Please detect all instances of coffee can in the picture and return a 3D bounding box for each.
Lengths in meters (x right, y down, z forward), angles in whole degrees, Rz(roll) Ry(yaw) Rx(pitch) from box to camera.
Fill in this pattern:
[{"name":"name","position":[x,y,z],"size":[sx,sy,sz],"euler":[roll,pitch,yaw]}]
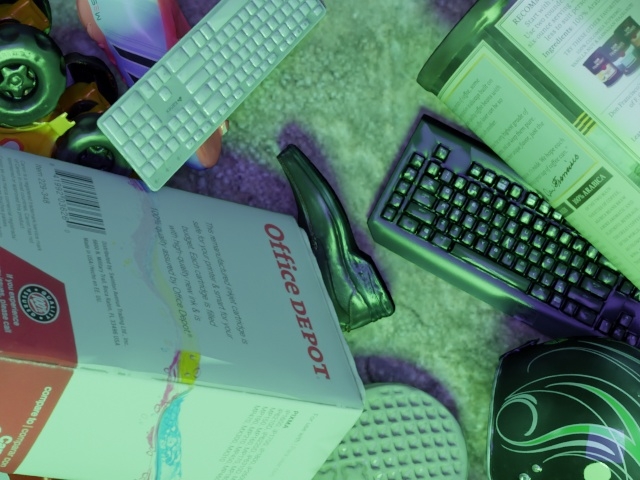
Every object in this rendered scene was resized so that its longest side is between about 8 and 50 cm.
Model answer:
[{"name":"coffee can","position":[0.242,-0.105,1.224],"size":[0.275,0.201,0.201],"euler":[44,90,3]}]

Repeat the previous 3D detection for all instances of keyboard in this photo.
[{"name":"keyboard","position":[-0.083,-0.144,1.265],"size":[0.072,0.014,0.256],"euler":[55,52,-21]},{"name":"keyboard","position":[0.220,-0.019,1.338],"size":[0.317,0.033,0.202],"euler":[27,90,-1]}]

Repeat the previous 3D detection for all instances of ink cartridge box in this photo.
[{"name":"ink cartridge box","position":[-0.146,0.066,1.174],"size":[0.306,0.226,0.131],"euler":[15,127,-30]}]

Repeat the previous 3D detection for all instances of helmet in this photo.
[{"name":"helmet","position":[0.225,0.163,1.275],"size":[0.161,0.169,0.169],"euler":[2,91,16]}]

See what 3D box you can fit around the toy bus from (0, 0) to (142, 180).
[{"name":"toy bus","position":[-0.273,-0.087,1.251],"size":[0.211,0.149,0.220],"euler":[-37,125,6]}]

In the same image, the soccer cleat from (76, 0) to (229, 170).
[{"name":"soccer cleat","position":[-0.153,-0.171,1.315],"size":[0.095,0.083,0.248],"euler":[-20,91,17]}]

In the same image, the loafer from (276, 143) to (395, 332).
[{"name":"loafer","position":[0.000,0.000,1.323],"size":[0.061,0.062,0.170],"euler":[-28,90,5]}]

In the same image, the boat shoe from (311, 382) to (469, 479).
[{"name":"boat shoe","position":[-0.066,0.321,1.284],"size":[0.187,0.156,0.500],"euler":[39,75,1]}]

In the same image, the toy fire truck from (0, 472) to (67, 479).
[{"name":"toy fire truck","position":[-0.327,0.166,1.284],"size":[0.254,0.169,0.302],"euler":[-41,90,19]}]
